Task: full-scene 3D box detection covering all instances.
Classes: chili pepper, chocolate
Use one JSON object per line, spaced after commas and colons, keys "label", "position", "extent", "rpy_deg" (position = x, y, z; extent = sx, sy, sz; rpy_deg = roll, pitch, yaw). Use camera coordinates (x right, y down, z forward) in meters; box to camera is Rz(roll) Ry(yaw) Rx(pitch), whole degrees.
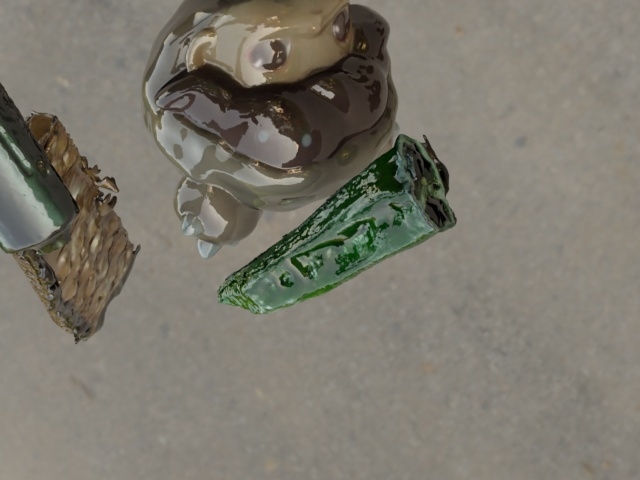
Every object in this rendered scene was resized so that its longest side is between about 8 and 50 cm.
{"label": "chili pepper", "position": [0.000, 0.000, 1.082], "extent": [0.226, 0.059, 0.088], "rpy_deg": [-29, 56, 30]}
{"label": "chocolate", "position": [-0.192, -0.002, 0.991], "extent": [0.065, 0.102, 0.329], "rpy_deg": [25, 165, 6]}

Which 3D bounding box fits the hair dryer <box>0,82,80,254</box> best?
{"label": "hair dryer", "position": [-0.243, -0.104, 0.650], "extent": [0.244, 0.116, 0.302], "rpy_deg": [-15, 115, 36]}

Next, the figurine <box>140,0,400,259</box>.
{"label": "figurine", "position": [-0.052, -0.185, 1.120], "extent": [0.203, 0.248, 0.381], "rpy_deg": [20, 129, 41]}
